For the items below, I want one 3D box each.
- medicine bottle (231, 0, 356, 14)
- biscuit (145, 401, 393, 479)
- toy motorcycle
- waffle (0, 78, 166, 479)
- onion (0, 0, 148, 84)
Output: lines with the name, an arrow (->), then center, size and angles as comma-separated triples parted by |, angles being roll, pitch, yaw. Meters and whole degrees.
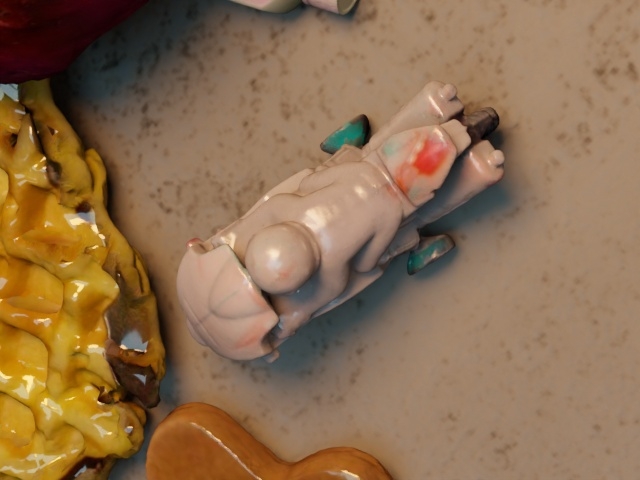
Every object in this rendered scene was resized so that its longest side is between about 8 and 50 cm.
medicine bottle -> -0.031, -0.191, 0.844 | 0.118, 0.055, 0.074 | 19, 105, 17
biscuit -> -0.003, 0.277, 0.925 | 0.355, 0.052, 0.275 | 33, 114, 10
toy motorcycle -> 0.000, 0.000, 0.809 | 0.260, 0.171, 0.110 | -36, 89, 24
waffle -> -0.301, 0.036, 0.967 | 0.380, 0.095, 0.382 | -18, 96, 23
onion -> -0.218, -0.302, 0.777 | 0.348, 0.347, 0.385 | 4, 64, 19
